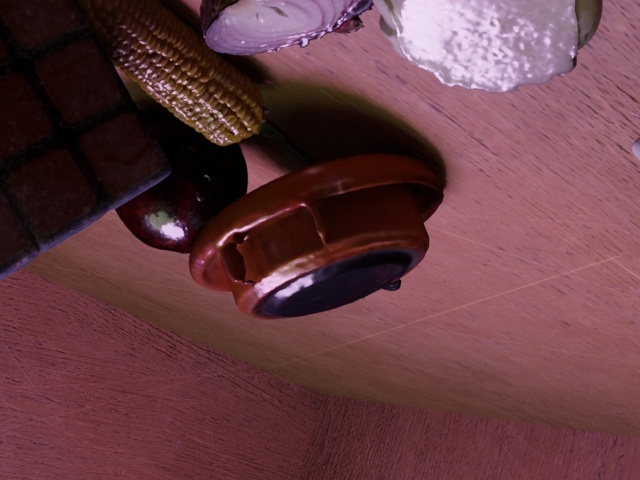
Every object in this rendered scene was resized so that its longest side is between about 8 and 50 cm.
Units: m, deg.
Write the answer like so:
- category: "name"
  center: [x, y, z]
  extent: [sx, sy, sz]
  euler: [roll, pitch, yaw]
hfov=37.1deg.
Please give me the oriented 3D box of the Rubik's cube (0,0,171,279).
- category: "Rubik's cube"
  center: [-0.421, -0.113, 0.985]
  extent: [0.337, 0.344, 0.344]
  euler: [-9, 110, 57]

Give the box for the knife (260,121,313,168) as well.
- category: "knife"
  center: [-0.059, -0.141, 1.316]
  extent: [0.030, 0.014, 0.207]
  euler: [6, 160, 38]

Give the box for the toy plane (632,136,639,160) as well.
- category: "toy plane"
  center: [0.415, -0.072, 0.893]
  extent: [0.255, 0.101, 0.251]
  euler: [22, 133, 49]

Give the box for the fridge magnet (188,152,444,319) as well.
- category: "fridge magnet"
  center: [0.000, 0.000, 1.294]
  extent: [0.363, 0.155, 0.363]
  euler: [-18, 163, -6]

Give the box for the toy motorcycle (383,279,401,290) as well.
- category: "toy motorcycle"
  center: [0.046, 0.049, 1.711]
  extent: [0.213, 0.082, 0.122]
  euler: [16, 165, -1]

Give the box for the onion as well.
- category: "onion"
  center: [-0.025, -0.234, 0.829]
  extent: [0.151, 0.098, 0.206]
  euler: [1, 169, -42]

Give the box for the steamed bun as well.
- category: "steamed bun"
  center: [0.135, -0.200, 0.747]
  extent: [0.182, 0.106, 0.183]
  euler: [11, 151, 6]

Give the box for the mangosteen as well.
- category: "mangosteen"
  center: [-0.202, -0.082, 1.331]
  extent: [0.209, 0.210, 0.210]
  euler: [15, 164, 5]

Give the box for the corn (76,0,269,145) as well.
- category: "corn"
  center: [-0.176, -0.203, 1.076]
  extent: [0.101, 0.101, 0.291]
  euler: [3, 160, 39]
